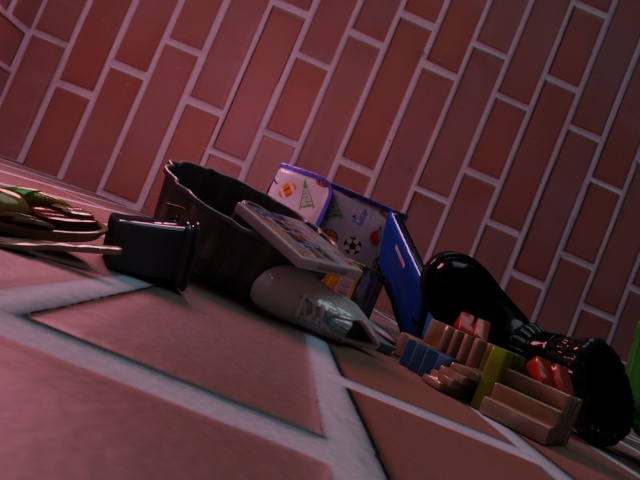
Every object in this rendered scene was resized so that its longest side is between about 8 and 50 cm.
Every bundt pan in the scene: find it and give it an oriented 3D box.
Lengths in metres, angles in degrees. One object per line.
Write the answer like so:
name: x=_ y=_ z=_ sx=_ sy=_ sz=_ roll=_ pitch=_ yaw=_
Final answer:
bundt pan: x=-0.133 y=-0.003 z=0.912 sx=0.330 sy=0.124 sz=0.331 roll=29 pitch=11 yaw=-6

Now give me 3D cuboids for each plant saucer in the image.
plant saucer: x=0.080 y=0.170 z=0.976 sx=0.067 sy=0.018 sz=0.192 roll=23 pitch=-2 yaw=-7

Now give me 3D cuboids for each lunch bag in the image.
lunch bag: x=0.000 y=0.000 z=1.513 sx=0.385 sy=0.328 sz=0.239 roll=24 pitch=-1 yaw=-5

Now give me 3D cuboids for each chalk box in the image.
chalk box: x=0.051 y=0.109 z=1.207 sx=0.132 sy=0.133 sz=0.213 roll=21 pitch=-4 yaw=24

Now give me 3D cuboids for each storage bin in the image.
storage bin: x=-0.210 y=-0.001 z=0.659 sx=0.091 sy=0.098 sz=0.135 roll=12 pitch=2 yaw=-27

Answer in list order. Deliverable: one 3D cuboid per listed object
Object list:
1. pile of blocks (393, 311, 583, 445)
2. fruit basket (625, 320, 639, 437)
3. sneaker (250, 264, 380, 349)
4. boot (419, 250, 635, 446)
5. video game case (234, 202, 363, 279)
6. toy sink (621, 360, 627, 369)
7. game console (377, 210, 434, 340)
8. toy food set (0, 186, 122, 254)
pile of blocks: x=0.214 y=0.165 z=0.787 sx=0.148 sy=0.113 sz=0.362 roll=24 pitch=-3 yaw=-26
fruit basket: x=0.647 y=0.268 z=0.727 sx=0.391 sy=0.283 sz=0.392 roll=12 pitch=3 yaw=-1
sneaker: x=0.003 y=0.101 z=0.762 sx=0.212 sy=0.080 sz=0.094 roll=26 pitch=8 yaw=-34
boot: x=0.334 y=0.161 z=0.899 sx=0.348 sy=0.131 sz=0.260 roll=47 pitch=-7 yaw=-9
video game case: x=-0.031 y=0.001 z=0.791 sx=0.157 sy=0.019 sz=0.143 roll=39 pitch=15 yaw=37
toy sink: x=0.522 y=0.290 z=1.174 sx=0.234 sy=0.153 sz=0.131 roll=23 pitch=-2 yaw=16
game console: x=0.241 y=0.107 z=1.201 sx=0.173 sy=0.250 sz=0.293 roll=0 pitch=35 yaw=-10
toy food set: x=-0.293 y=-0.029 z=0.575 sx=0.132 sy=0.039 sz=0.192 roll=6 pitch=10 yaw=-43
